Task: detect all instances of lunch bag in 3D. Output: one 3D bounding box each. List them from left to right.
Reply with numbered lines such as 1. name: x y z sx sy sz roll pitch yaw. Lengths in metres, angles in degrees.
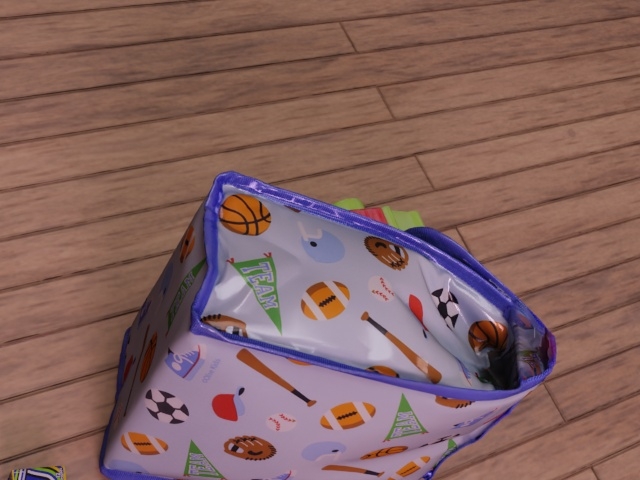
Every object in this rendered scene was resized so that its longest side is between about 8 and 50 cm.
1. lunch bag: 0.005 0.134 1.201 0.385 0.328 0.239 18 51 -15

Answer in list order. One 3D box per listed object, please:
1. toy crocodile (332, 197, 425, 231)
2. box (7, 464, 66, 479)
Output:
1. toy crocodile: 0.000 0.000 1.428 0.340 0.105 0.115 -2 61 -30
2. box: -0.270 0.310 1.106 0.054 0.059 0.169 -1 60 -26
